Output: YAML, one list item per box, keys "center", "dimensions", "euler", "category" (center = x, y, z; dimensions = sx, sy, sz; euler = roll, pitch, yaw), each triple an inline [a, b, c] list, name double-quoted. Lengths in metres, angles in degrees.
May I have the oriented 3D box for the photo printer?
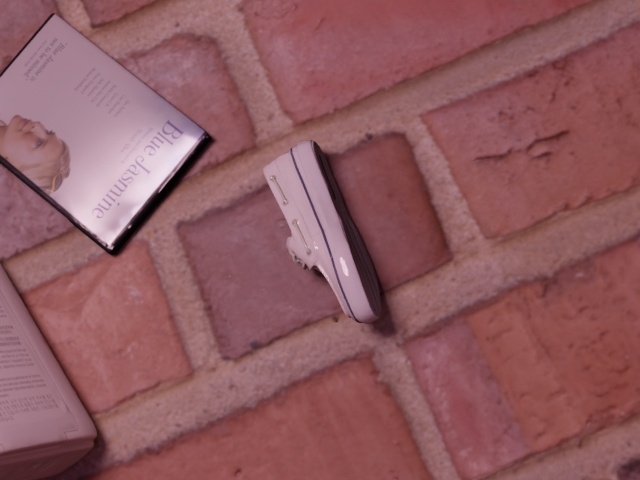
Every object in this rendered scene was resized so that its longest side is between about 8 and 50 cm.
- center: [-0.399, 0.120, 1.559]
  dimensions: [0.107, 0.256, 0.307]
  euler: [-38, 75, 19]
  category: "photo printer"

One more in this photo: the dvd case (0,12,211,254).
- center: [-0.278, -0.126, 1.712]
  dimensions: [0.253, 0.022, 0.180]
  euler: [38, 85, 13]
  category: "dvd case"

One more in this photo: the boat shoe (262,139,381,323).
- center: [0.000, 0.000, 1.626]
  dimensions: [0.076, 0.083, 0.226]
  euler: [-26, 64, 14]
  category: "boat shoe"
